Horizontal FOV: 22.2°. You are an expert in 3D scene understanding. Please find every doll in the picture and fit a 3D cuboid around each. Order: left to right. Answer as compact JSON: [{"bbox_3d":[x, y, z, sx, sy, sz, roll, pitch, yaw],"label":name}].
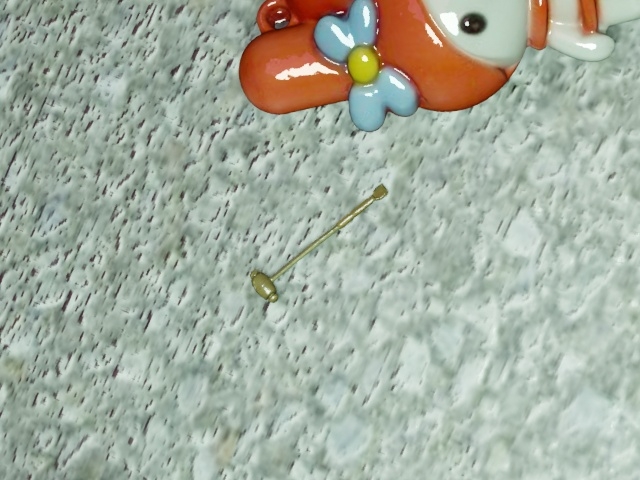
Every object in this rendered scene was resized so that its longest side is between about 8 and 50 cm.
[{"bbox_3d":[0.080,-0.165,1.118,0.290,0.130,0.161,-12,82,5],"label":"doll"}]

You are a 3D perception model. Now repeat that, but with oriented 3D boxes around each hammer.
[{"bbox_3d":[0.000,0.000,1.187,0.123,0.014,0.029,-39,78,11],"label":"hammer"}]
